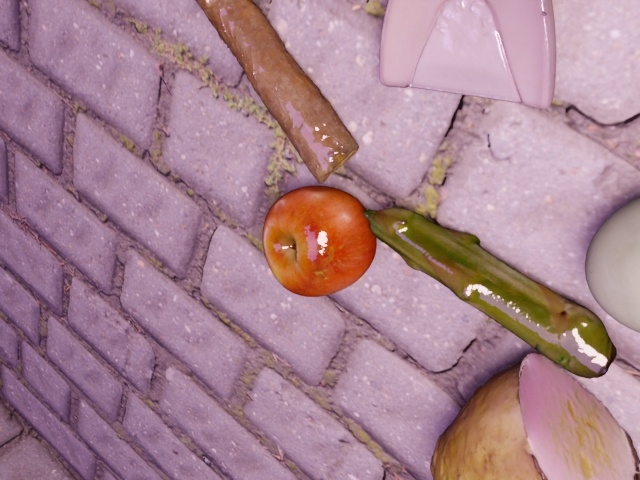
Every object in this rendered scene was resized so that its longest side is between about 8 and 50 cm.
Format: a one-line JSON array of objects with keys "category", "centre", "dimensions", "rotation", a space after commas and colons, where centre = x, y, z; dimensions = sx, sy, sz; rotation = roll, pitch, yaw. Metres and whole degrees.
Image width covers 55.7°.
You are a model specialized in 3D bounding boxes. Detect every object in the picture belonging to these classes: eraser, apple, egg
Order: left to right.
[{"category": "apple", "centre": [0.000, 0.000, 0.859], "dimensions": [0.163, 0.139, 0.163], "rotation": [15, 112, 42]}, {"category": "eraser", "centre": [0.161, -0.270, 0.638], "dimensions": [0.204, 0.059, 0.243], "rotation": [19, 126, 30]}, {"category": "egg", "centre": [0.355, 0.021, 0.578], "dimensions": [0.192, 0.149, 0.149], "rotation": [-15, 103, 35]}]

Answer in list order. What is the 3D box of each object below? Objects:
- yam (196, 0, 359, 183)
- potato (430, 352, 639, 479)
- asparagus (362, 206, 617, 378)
[{"category": "yam", "centre": [-0.073, -0.243, 0.825], "dimensions": [0.081, 0.081, 0.356], "rotation": [-34, 92, 43]}, {"category": "potato", "centre": [0.238, 0.296, 0.775], "dimensions": [0.229, 0.229, 0.266], "rotation": [48, 129, 8]}, {"category": "asparagus", "centre": [0.202, 0.051, 0.761], "dimensions": [0.343, 0.085, 0.082], "rotation": [34, 126, 22]}]
